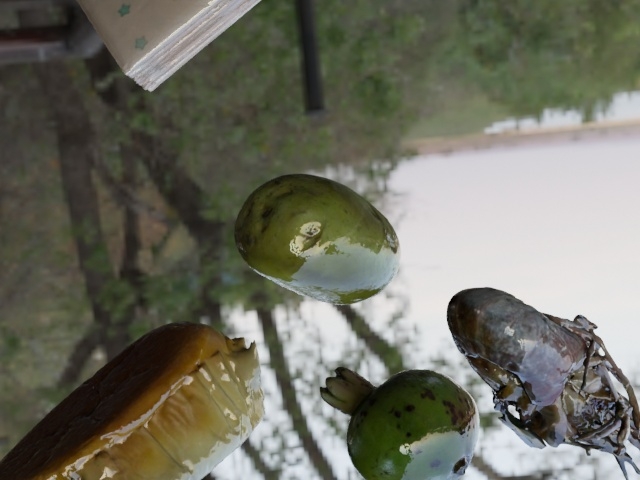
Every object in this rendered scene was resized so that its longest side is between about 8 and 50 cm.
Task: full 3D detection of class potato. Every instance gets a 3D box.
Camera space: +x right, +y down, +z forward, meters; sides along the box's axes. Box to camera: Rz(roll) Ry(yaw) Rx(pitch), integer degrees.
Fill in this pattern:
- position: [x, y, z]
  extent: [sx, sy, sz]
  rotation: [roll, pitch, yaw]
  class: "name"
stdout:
- position: [-0.002, 0.000, 1.683]
  extent: [0.228, 0.148, 0.197]
  rotation: [22, 163, -39]
  class: "potato"

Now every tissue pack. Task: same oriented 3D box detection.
- position: [-0.114, -0.325, 1.521]
  extent: [0.325, 0.170, 0.071]
  rotation: [-39, 151, 5]
  class: "tissue pack"

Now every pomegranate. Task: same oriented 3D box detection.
- position: [0.112, 0.263, 1.988]
  extent: [0.248, 0.202, 0.202]
  rotation: [35, -157, 25]
  class: "pomegranate"

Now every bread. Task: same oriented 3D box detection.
- position: [-0.245, 0.254, 1.685]
  extent: [0.389, 0.183, 0.236]
  rotation: [-39, -176, -37]
  class: "bread"

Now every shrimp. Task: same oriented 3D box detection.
- position: [0.259, 0.153, 1.390]
  extent: [0.343, 0.116, 0.145]
  rotation: [39, 154, -25]
  class: "shrimp"
